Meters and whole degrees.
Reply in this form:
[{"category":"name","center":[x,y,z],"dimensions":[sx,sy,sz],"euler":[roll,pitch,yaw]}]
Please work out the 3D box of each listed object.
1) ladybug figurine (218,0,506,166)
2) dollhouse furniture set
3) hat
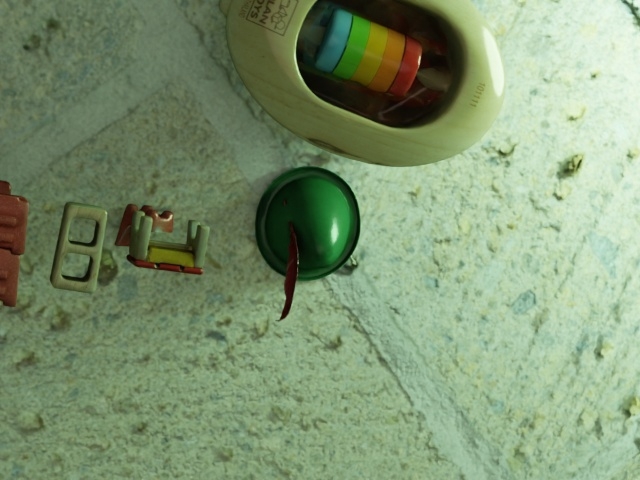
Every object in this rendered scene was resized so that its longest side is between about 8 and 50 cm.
[{"category":"ladybug figurine","center":[0.057,-0.279,1.892],"dimensions":[0.449,0.162,0.305],"euler":[23,93,-16]},{"category":"dollhouse furniture set","center":[-0.371,0.013,1.826],"dimensions":[0.374,0.201,0.152],"euler":[9,96,-21]},{"category":"hat","center":[0.000,0.000,1.912],"dimensions":[0.173,0.183,0.208],"euler":[-1,99,-14]}]
